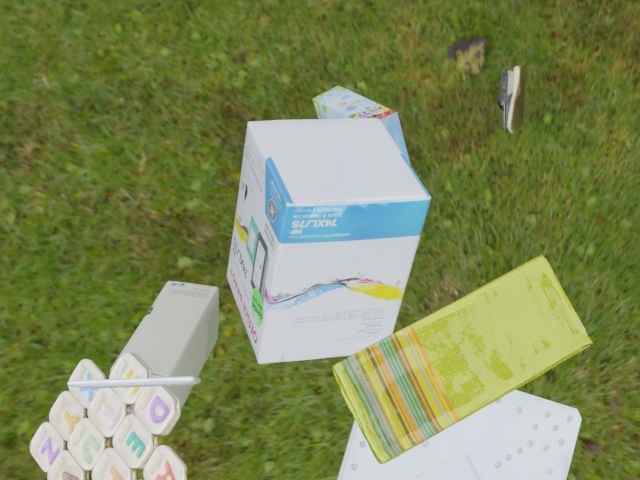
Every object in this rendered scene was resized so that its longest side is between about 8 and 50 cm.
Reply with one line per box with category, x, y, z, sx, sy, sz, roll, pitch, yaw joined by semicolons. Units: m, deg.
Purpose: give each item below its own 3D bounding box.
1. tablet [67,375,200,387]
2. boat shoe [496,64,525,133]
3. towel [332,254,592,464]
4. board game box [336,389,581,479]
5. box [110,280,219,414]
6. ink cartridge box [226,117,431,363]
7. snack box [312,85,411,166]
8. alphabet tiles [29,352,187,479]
tablet;-0.125;0.096;0.695;0.083;0.054;0.006;-2;81;-2
boat shoe;0.369;-0.272;2.002;0.049;0.056;0.152;-4;57;30
towel;0.134;0.109;0.958;0.237;0.021;0.102;-27;88;-12
board game box;0.210;0.419;1.714;0.390;0.050;0.390;18;83;-13
box;-0.240;0.177;1.621;0.094;0.275;0.113;8;116;8
ink cartridge box;0.000;0.000;1.398;0.197;0.270;0.198;-4;38;-20
snack box;0.080;-0.176;1.902;0.070;0.174;0.207;-28;32;-17
alphabet tiles;-0.302;0.302;1.417;0.278;0.021;0.284;38;99;37
